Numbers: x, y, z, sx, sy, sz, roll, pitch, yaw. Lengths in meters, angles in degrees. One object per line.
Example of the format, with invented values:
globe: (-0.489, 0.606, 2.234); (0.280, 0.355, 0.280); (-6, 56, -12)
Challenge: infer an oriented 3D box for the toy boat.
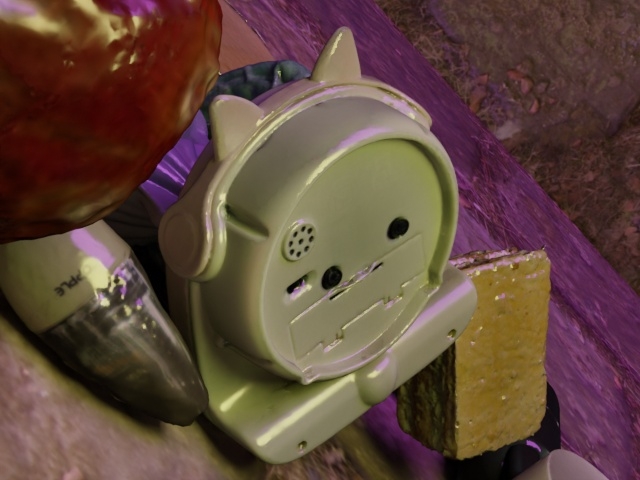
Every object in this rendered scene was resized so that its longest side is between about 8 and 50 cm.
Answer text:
toy boat: (-0.192, -0.092, 1.170); (0.199, 0.100, 0.290); (-9, 47, -49)

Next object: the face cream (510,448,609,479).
face cream: (0.200, 0.321, 1.181); (0.218, 0.179, 0.218); (43, 19, -19)

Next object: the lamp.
lamp: (-0.170, 0.044, 1.010); (0.250, 0.101, 0.101); (49, 18, -13)

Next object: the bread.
bread: (0.148, 0.101, 1.301); (0.138, 0.196, 0.102); (-12, 19, -38)

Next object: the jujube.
jujube: (-0.230, -0.169, 0.753); (0.377, 0.276, 0.276); (34, 20, -7)

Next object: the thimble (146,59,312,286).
thimble: (-0.054, -0.039, 1.243); (0.198, 0.235, 0.143); (41, 3, 42)

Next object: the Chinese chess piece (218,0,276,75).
Chinese chess piece: (-0.133, -0.197, 1.571); (0.251, 0.097, 0.251); (44, 20, -20)

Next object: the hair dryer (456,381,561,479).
hair dryer: (0.129, 0.180, 1.459); (0.302, 0.116, 0.244); (36, 19, -4)

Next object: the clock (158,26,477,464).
clock: (0.000, 0.000, 1.083); (0.109, 0.265, 0.324); (32, -35, 40)
